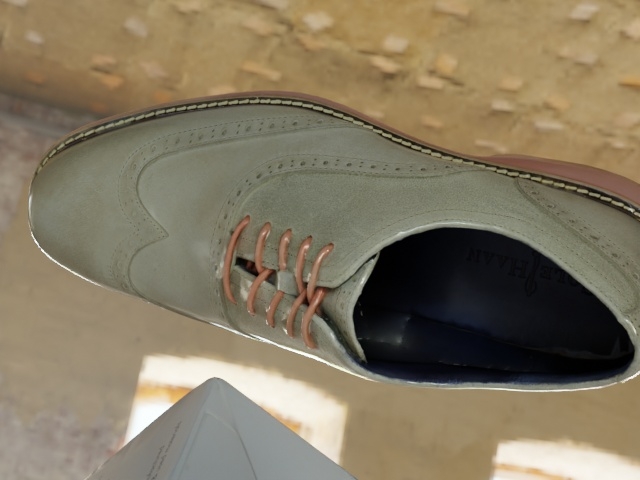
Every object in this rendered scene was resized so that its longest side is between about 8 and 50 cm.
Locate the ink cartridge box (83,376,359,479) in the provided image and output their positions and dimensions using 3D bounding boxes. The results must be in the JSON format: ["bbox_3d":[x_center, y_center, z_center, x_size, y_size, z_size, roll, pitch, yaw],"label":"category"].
[{"bbox_3d":[-0.063,0.163,0.487,0.134,0.078,0.231,38,-53,-14],"label":"ink cartridge box"}]

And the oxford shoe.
[{"bbox_3d":[0.000,0.000,0.746,0.397,0.140,0.146,5,17,17],"label":"oxford shoe"}]
